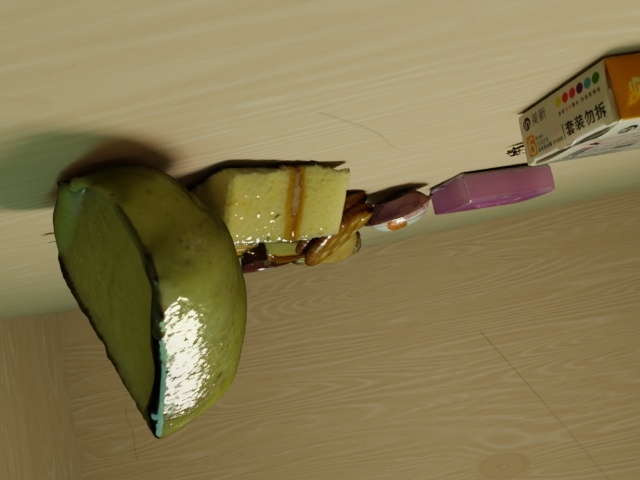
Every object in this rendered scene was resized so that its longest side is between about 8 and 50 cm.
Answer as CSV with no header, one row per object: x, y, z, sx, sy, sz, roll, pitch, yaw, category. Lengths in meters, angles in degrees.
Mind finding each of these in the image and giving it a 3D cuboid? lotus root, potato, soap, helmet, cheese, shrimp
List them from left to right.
-0.192,0.029,0.742,0.213,0.330,0.280,-22,152,-38,potato
-0.172,0.028,1.628,0.155,0.106,0.175,-13,173,-4,helmet
-0.002,-0.002,1.558,0.303,0.131,0.146,-6,-165,-41,lotus root
0.187,-0.078,1.423,0.189,0.074,0.286,-24,-172,-8,cheese
0.435,-0.130,1.427,0.259,0.081,0.181,-10,175,-19,soap
0.433,-0.188,1.124,0.114,0.023,0.083,-17,176,16,shrimp

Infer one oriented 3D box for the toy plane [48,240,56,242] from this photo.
-0.458,-0.004,1.069,0.049,0.031,0.121,-5,-177,36,toy plane

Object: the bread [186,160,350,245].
-0.077,-0.062,0.918,0.266,0.142,0.178,-10,159,-41,bread

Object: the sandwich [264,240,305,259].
-0.064,-0.016,1.360,0.144,0.117,0.187,-14,173,1,sandwich

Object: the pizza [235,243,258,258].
-0.266,0.010,1.346,0.289,0.081,0.229,-13,168,22,pizza

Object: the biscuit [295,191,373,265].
0.035,-0.026,1.304,0.220,0.066,0.220,-40,172,-6,biscuit

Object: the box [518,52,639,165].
0.457,-0.189,0.786,0.274,0.091,0.221,-11,174,-12,box
